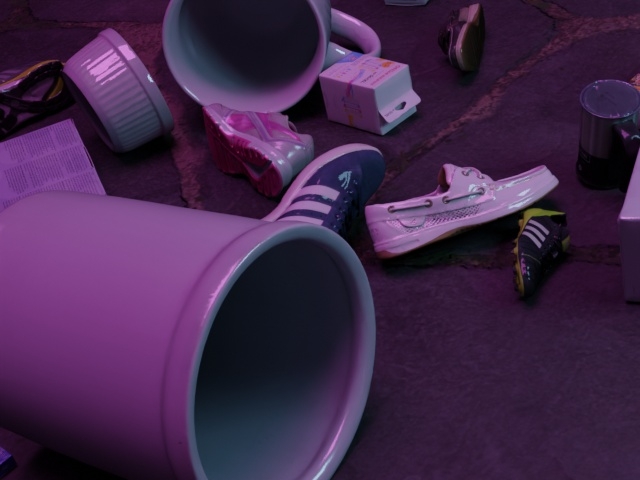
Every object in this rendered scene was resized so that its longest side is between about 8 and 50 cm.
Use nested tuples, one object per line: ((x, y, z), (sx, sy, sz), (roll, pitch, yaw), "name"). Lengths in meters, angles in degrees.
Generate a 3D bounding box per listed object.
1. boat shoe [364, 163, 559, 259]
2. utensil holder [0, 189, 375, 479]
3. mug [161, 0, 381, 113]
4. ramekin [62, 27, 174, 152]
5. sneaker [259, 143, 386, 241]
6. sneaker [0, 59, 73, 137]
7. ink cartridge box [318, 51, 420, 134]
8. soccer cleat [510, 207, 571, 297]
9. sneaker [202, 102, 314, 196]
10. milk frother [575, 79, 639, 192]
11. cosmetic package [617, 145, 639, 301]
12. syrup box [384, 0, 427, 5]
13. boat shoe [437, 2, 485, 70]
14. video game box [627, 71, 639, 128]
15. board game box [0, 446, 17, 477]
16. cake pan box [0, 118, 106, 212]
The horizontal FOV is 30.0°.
((0.193, -0.062, 1.642), (0.277, 0.096, 0.098), (-21, 1, -11), "boat shoe")
((-0.185, 0.115, 1.354), (0.385, 0.327, 0.327), (10, 41, 34), "utensil holder")
((-0.071, -0.387, 2.113), (0.374, 0.276, 0.328), (19, 28, -6), "mug")
((-0.351, -0.248, 2.039), (0.109, 0.207, 0.207), (-34, 38, -13), "ramekin")
((0.000, 0.000, 1.637), (0.148, 0.131, 0.350), (27, 56, 35), "sneaker")
((-0.606, -0.259, 2.244), (0.300, 0.111, 0.121), (-24, 25, -24), "sneaker")
((0.085, -0.242, 1.968), (0.143, 0.090, 0.092), (20, 46, 40), "ink cartridge box")
((0.290, 0.011, 1.564), (0.072, 0.060, 0.179), (-1, 33, 16), "soccer cleat")
((-0.099, -0.157, 1.916), (0.111, 0.103, 0.252), (-28, 43, -26), "sneaker")
((0.439, -0.149, 1.667), (0.143, 0.134, 0.129), (-29, 50, -19), "milk frother")
((0.503, -0.035, 1.482), (0.224, 0.138, 0.224), (3, 39, 24), "cosmetic package")
((0.160, -0.578, 2.289), (0.096, 0.237, 0.093), (6, 40, 29), "syrup box")
((0.242, -0.350, 2.085), (0.073, 0.080, 0.223), (-7, 29, 20), "boat shoe")
((0.572, -0.220, 1.803), (0.205, 0.048, 0.187), (20, 45, 39), "video game box")
((-0.436, 0.280, 1.469), (0.090, 0.020, 0.090), (20, 47, 41), "board game box")
((-0.477, -0.070, 1.916), (0.246, 0.070, 0.267), (-24, 43, -10), "cake pan box")
